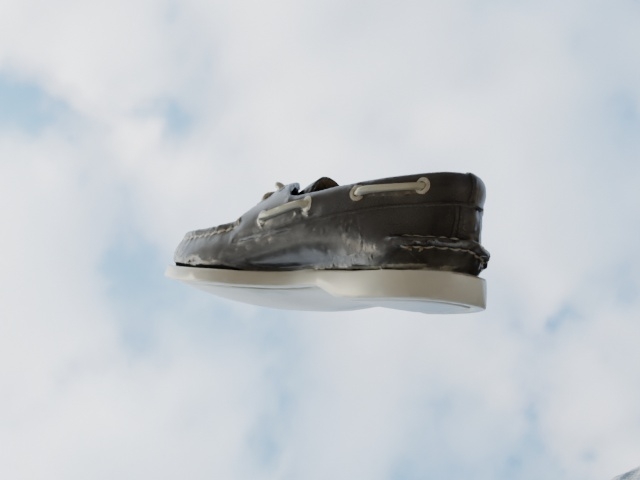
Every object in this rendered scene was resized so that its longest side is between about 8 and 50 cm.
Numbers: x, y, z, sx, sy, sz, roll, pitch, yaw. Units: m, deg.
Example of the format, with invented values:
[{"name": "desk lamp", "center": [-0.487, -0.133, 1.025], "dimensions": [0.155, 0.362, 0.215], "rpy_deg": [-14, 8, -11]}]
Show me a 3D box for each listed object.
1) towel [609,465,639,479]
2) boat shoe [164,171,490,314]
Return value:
[{"name": "towel", "center": [0.214, 0.106, 0.580], "dimensions": [0.312, 0.324, 0.056], "rpy_deg": [-26, -86, 22]}, {"name": "boat shoe", "center": [0.000, 0.000, 0.486], "dimensions": [0.046, 0.125, 0.038], "rpy_deg": [13, -99, -36]}]
